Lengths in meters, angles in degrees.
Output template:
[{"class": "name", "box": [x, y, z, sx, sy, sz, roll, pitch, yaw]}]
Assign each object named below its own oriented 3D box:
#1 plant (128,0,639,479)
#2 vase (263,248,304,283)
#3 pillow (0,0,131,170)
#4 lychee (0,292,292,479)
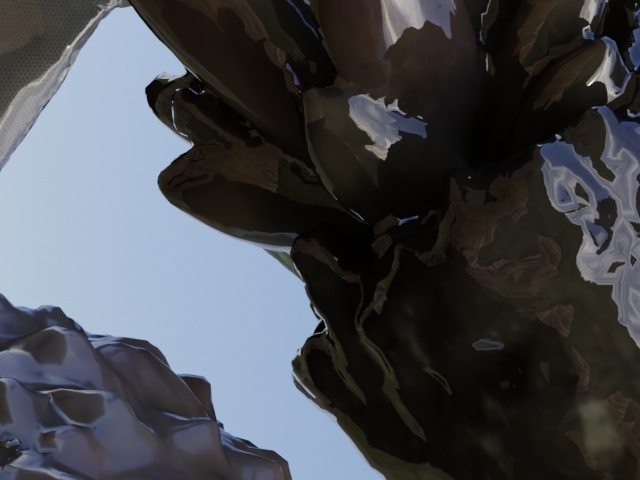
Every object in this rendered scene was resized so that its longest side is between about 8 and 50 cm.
[{"class": "plant", "box": [0.063, -0.017, 0.536, 0.321, 0.181, 0.194, 59, -33, 5]}, {"class": "vase", "box": [0.000, 0.000, 0.889, 0.149, 0.081, 0.081, 46, -27, -1]}, {"class": "pillow", "box": [-0.220, -0.143, 0.780, 0.255, 0.059, 0.169, 43, -77, 8]}, {"class": "lychee", "box": [-0.158, 0.195, 0.433, 0.380, 0.380, 0.432, -179, -99, -68]}]
